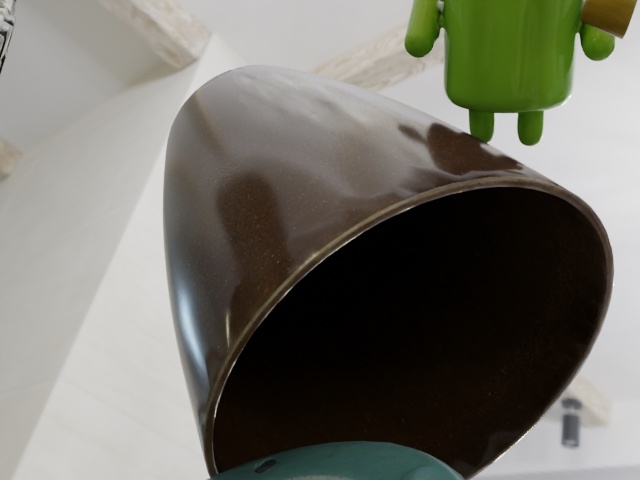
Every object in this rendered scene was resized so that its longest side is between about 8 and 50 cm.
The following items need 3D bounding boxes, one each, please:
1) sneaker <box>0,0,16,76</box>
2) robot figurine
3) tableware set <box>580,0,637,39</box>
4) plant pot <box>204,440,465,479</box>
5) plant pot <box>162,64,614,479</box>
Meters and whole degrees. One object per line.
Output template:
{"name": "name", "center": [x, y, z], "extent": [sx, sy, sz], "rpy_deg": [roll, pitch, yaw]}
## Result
{"name": "sneaker", "center": [-0.212, -0.083, 0.363], "extent": [0.147, 0.330, 0.129], "rpy_deg": [13, -58, -23]}
{"name": "robot figurine", "center": [0.096, -0.107, 0.430], "extent": [0.101, 0.067, 0.115], "rpy_deg": [5, -65, 17]}
{"name": "tableware set", "center": [0.129, -0.146, 0.313], "extent": [0.024, 0.104, 0.154], "rpy_deg": [20, -39, 12]}
{"name": "plant pot", "center": [0.015, 0.225, 0.303], "extent": [0.272, 0.272, 0.255], "rpy_deg": [-13, -75, 36]}
{"name": "plant pot", "center": [0.000, 0.000, 0.478], "extent": [0.216, 0.230, 0.215], "rpy_deg": [-16, -49, -20]}
